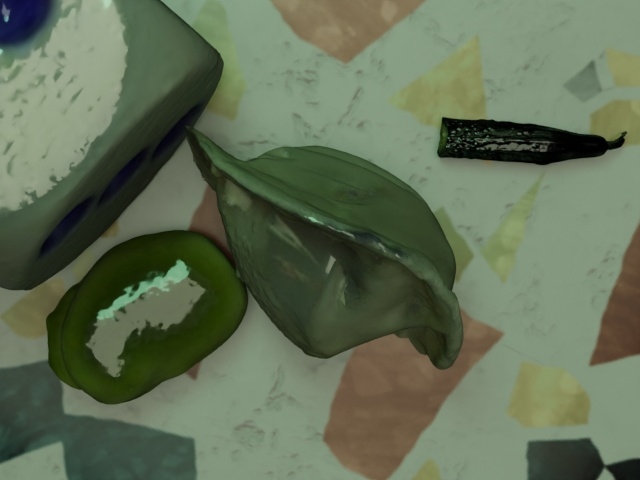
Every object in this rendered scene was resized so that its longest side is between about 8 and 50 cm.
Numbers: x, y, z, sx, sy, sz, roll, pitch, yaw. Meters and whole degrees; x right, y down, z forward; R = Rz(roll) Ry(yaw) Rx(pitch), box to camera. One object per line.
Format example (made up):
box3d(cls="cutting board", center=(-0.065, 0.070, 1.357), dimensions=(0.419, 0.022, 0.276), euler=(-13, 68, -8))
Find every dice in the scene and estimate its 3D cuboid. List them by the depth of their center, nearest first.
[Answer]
box3d(cls="dice", center=(-0.242, -0.126, 1.153), dimensions=(0.243, 0.259, 0.251), euler=(40, 93, 0))

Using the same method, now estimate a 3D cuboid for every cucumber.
box3d(cls="cucumber", center=(0.183, -0.082, 1.271), dimensions=(0.163, 0.043, 0.039), euler=(6, 130, 0))

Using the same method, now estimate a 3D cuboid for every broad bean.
box3d(cls="broad bean", center=(-0.151, 0.065, 1.255), dimensions=(0.174, 0.082, 0.124), euler=(-42, 93, -9))

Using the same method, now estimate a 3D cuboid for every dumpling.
box3d(cls="dumpling", center=(-0.001, 0.006, 1.177), dimensions=(0.243, 0.227, 0.175), euler=(7, 85, 1))
